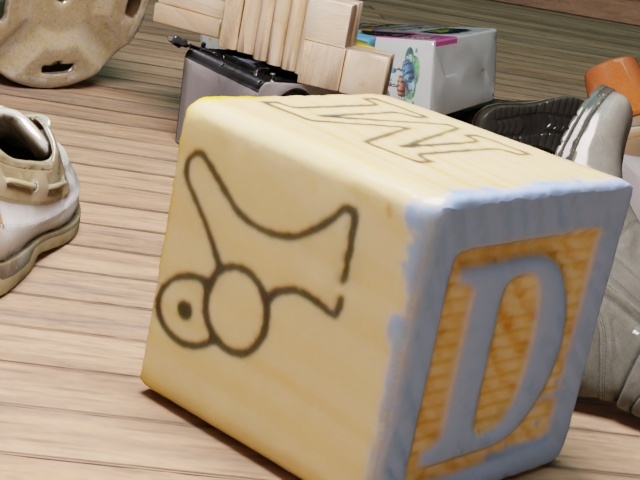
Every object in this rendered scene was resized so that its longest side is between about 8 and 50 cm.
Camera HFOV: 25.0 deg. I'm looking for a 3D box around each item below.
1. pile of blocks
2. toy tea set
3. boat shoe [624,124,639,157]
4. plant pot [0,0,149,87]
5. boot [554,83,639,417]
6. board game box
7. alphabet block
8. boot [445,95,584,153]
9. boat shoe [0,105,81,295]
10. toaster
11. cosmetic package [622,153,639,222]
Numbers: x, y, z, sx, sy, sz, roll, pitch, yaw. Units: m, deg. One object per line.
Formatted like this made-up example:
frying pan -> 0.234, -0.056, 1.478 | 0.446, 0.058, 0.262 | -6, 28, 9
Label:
pile of blocks -> -0.027, -0.242, 1.470 | 0.149, 0.113, 0.362 | -3, 22, -39
toy tea set -> 0.516, -0.209, 1.977 | 0.336, 0.124, 0.200 | -21, -12, 23
boat shoe -> 0.388, -0.077, 1.616 | 0.285, 0.103, 0.092 | 3, 12, -38
plant pot -> -0.367, -0.339, 1.692 | 0.333, 0.334, 0.305 | -3, 33, -41
boot -> 0.230, 0.016, 1.021 | 0.161, 0.246, 0.083 | 14, -21, 16
board game box -> 0.037, -0.216, 1.769 | 0.303, 0.098, 0.224 | 6, 13, 25
alphabet block -> 0.036, 0.027, 0.861 | 0.197, 0.192, 0.193 | 26, 20, 38
boot -> 0.260, -0.160, 1.860 | 0.198, 0.077, 0.137 | 4, 12, -25
boat shoe -> -0.238, -0.050, 1.092 | 0.113, 0.103, 0.302 | 9, 16, -6
toaster -> -0.050, -0.138, 1.501 | 0.168, 0.110, 0.185 | -1, 20, -38
cosmetic package -> 0.298, 0.019, 1.170 | 0.107, 0.127, 0.238 | 9, 14, -9
